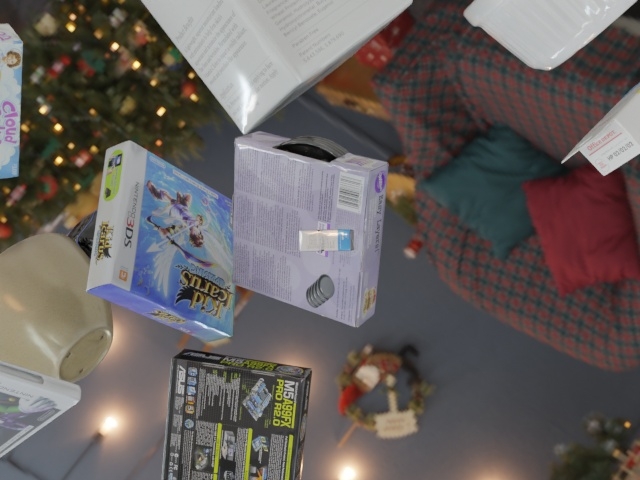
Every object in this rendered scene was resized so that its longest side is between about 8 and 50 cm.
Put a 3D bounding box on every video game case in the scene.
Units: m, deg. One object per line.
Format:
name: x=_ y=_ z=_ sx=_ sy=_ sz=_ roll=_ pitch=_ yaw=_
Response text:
video game case: x=-0.366 y=0.171 z=0.963 sx=0.173 sy=0.190 sz=0.022 roll=29 pitch=-142 yaw=-40
video game case: x=-0.239 y=0.007 z=1.545 sx=0.061 sy=0.244 sz=0.269 roll=-16 pitch=150 yaw=34

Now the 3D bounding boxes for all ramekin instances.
ramekin: x=0.312 y=-0.323 z=1.164 sx=0.127 sy=0.273 sz=0.273 roll=47 pitch=169 yaw=-3

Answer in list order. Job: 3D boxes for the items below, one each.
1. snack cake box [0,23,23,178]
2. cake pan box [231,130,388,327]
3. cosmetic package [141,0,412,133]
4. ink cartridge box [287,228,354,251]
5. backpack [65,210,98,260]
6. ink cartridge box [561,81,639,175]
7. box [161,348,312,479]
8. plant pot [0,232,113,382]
snack cake box: x=-0.605 y=-0.235 z=1.673 sx=0.089 sy=0.152 sz=0.264 roll=45 pitch=134 yaw=41
cake pan box: x=-0.023 y=-0.025 z=1.489 sx=0.245 sy=0.070 sz=0.267 roll=15 pitch=115 yaw=28
cosmetic package: x=-0.049 y=-0.227 z=0.881 sx=0.184 sy=0.151 sz=0.151 roll=53 pitch=154 yaw=-6
ink cartridge box: x=0.000 y=0.000 z=1.253 sx=0.083 sy=0.028 sz=0.048 roll=-1 pitch=179 yaw=8
backpack: x=-0.461 y=0.044 z=2.039 sx=0.173 sy=0.117 sz=0.158 roll=50 pitch=-155 yaw=-21
ink cartridge box: x=0.425 y=-0.157 z=1.325 sx=0.061 sy=0.181 sz=0.104 roll=46 pitch=159 yaw=2
box: x=-0.135 y=0.321 z=1.522 sx=0.216 sy=0.270 sz=0.060 roll=7 pitch=-171 yaw=9
plant pot: x=-0.493 y=0.154 z=1.774 sx=0.191 sy=0.284 sz=0.284 roll=36 pitch=170 yaw=22
